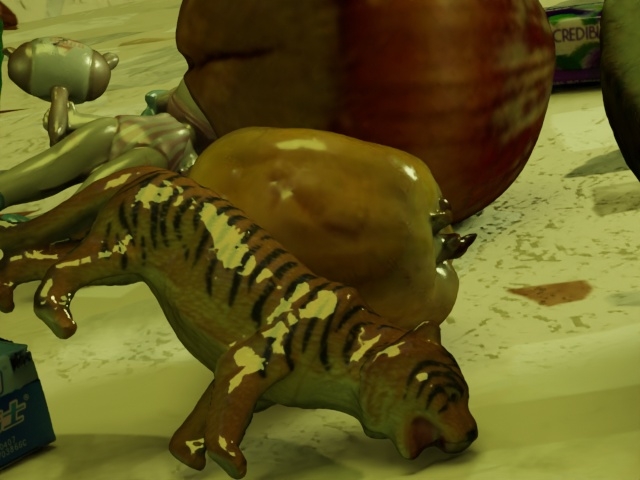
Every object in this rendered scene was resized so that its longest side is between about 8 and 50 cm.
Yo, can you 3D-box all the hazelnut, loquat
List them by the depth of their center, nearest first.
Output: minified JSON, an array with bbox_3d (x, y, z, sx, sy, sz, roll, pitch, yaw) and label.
[{"bbox_3d":[0.000,0.000,0.840,0.137,0.113,0.137,10,-23,4],"label":"loquat"},{"bbox_3d":[0.030,-0.105,1.055,0.181,0.212,0.181,-10,-5,31],"label":"hazelnut"}]

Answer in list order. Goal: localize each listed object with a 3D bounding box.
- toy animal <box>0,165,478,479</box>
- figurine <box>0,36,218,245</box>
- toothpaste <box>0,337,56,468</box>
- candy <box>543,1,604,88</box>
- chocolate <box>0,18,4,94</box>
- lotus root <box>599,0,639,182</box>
[{"bbox_3d":[-0.047,0.031,0.751,0.241,0.057,0.099,36,69,24],"label":"toy animal"},{"bbox_3d":[-0.124,-0.057,1.167,0.205,0.103,0.260,30,40,31],"label":"figurine"},{"bbox_3d":[-0.236,0.072,0.879,0.272,0.053,0.066,4,24,44],"label":"toothpaste"},{"bbox_3d":[0.193,-0.152,1.422,0.312,0.061,0.088,-3,13,30],"label":"candy"},{"bbox_3d":[-0.439,-0.042,1.259,0.341,0.161,0.360,-1,16,34],"label":"chocolate"},{"bbox_3d":[0.208,-0.016,0.669,0.142,0.210,0.314,-40,14,-2],"label":"lotus root"}]
